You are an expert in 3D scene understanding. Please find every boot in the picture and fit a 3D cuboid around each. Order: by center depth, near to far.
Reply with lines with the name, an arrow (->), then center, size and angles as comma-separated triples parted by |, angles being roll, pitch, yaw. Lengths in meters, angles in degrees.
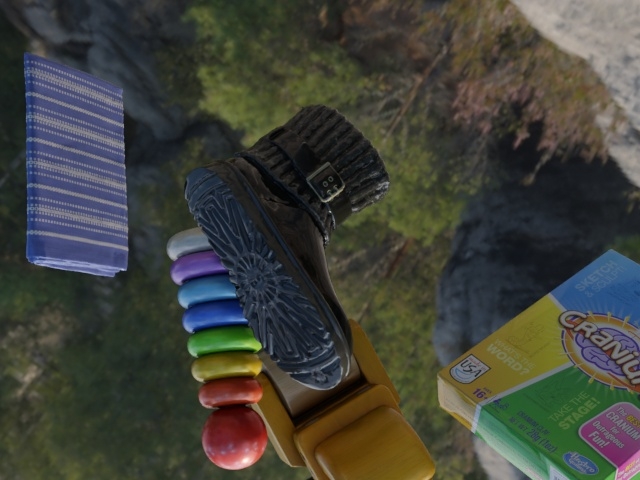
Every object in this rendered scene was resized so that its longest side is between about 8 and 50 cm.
boot -> 0.002, -0.002, 1.429 | 0.131, 0.260, 0.348 | -25, 94, 48

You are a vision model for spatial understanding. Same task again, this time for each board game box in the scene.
board game box -> 0.336, 0.159, 1.273 | 0.242, 0.316, 0.064 | 35, 146, 40

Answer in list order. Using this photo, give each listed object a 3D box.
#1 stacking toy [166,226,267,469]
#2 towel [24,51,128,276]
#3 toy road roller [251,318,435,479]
stacking toy -> -0.132, 0.150, 1.477 | 0.141, 0.330, 0.141 | -6, 169, -1
towel -> -0.401, -0.115, 1.736 | 0.040, 0.336, 0.243 | -7, 171, 25
toy road roller -> 0.046, 0.288, 1.612 | 0.329, 0.202, 0.240 | 61, 166, -2
